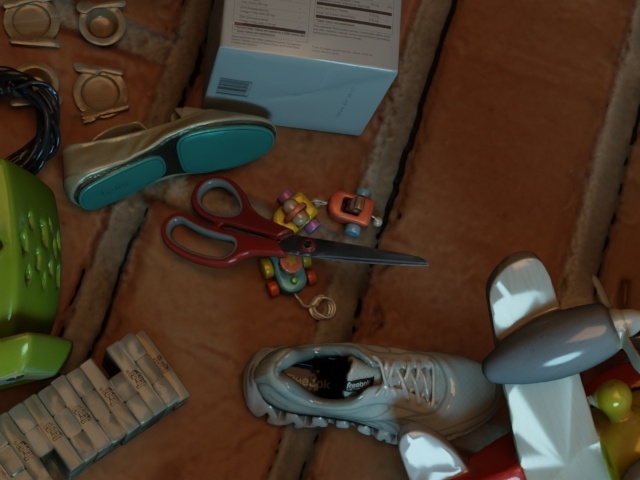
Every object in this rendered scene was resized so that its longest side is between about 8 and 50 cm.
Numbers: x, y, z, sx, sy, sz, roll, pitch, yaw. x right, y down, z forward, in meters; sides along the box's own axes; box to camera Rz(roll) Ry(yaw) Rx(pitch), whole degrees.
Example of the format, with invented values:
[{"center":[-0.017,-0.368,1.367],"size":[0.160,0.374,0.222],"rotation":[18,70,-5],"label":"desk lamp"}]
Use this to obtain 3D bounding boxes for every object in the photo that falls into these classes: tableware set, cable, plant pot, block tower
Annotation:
[{"center":[-0.293,-0.214,1.566],"size":[0.141,0.020,0.168],"rotation":[-2,74,-13],"label":"tableware set"},{"center":[-0.377,-0.124,1.505],"size":[0.184,0.047,0.150],"rotation":[-34,76,-8],"label":"cable"},{"center":[-0.373,0.055,1.349],"size":[0.228,0.227,0.207],"rotation":[-14,83,0],"label":"plant pot"},{"center":[-0.298,0.218,1.399],"size":[0.335,0.091,0.097],"rotation":[-34,83,-20],"label":"block tower"}]

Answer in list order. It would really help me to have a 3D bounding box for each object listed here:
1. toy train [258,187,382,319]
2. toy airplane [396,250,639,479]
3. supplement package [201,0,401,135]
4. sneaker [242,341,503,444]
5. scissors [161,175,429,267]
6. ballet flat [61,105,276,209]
[{"center":[0.000,0.000,1.550],"size":[0.125,0.046,0.166],"rotation":[22,70,-5],"label":"toy train"},{"center":[0.277,0.239,1.409],"size":[0.386,0.272,0.384],"rotation":[23,92,-26],"label":"toy airplane"},{"center":[-0.021,-0.285,1.549],"size":[0.198,0.199,0.262],"rotation":[7,73,-9],"label":"supplement package"},{"center":[0.066,0.161,1.481],"size":[0.292,0.118,0.110],"rotation":[3,71,-13],"label":"sneaker"},{"center":[-0.034,0.013,1.503],"size":[0.297,0.021,0.109],"rotation":[22,67,16],"label":"scissors"},{"center":[-0.176,-0.110,1.534],"size":[0.248,0.086,0.086],"rotation":[-18,78,-15],"label":"ballet flat"}]
